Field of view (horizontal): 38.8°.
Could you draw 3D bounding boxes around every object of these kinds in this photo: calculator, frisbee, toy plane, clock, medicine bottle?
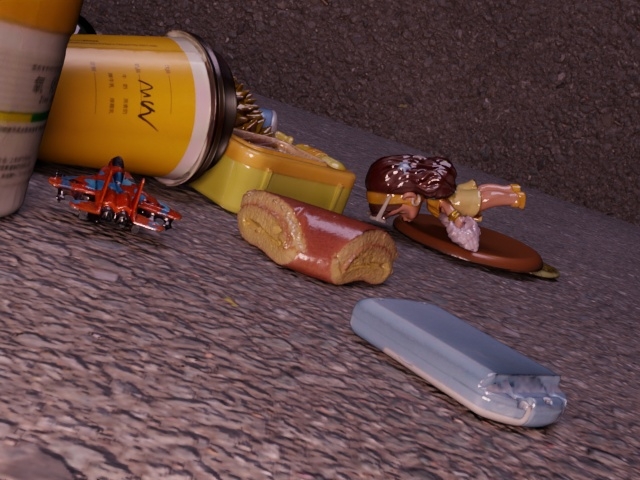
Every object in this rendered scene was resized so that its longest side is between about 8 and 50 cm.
[{"bbox_3d":[0.117,0.099,0.790,0.121,0.039,0.210,10,14,-45],"label":"calculator"},{"bbox_3d":[0.237,0.000,1.459,0.250,0.021,0.251,13,14,-3],"label":"frisbee"},{"bbox_3d":[-0.205,-0.048,0.900,0.130,0.061,0.189,15,8,-19],"label":"toy plane"},{"bbox_3d":[-0.066,-0.086,1.222,0.202,0.096,0.143,7,20,-44],"label":"clock"},{"bbox_3d":[-0.340,-0.161,0.769,0.237,0.232,0.238,18,12,-4],"label":"medicine bottle"}]

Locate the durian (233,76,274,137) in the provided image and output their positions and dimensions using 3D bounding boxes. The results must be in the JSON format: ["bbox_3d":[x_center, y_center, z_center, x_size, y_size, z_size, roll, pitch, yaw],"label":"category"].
[{"bbox_3d":[-0.146,-0.162,1.425,0.186,0.154,0.260,45,22,3],"label":"durian"}]

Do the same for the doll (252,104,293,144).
[{"bbox_3d":[-0.168,-0.207,1.609,0.240,0.099,0.135,13,11,-18],"label":"doll"}]

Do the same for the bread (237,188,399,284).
[{"bbox_3d":[0.000,-0.001,0.989,0.192,0.067,0.119,18,11,-5],"label":"bread"}]

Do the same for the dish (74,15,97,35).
[{"bbox_3d":[-0.359,-0.253,1.247,0.273,0.134,0.273,11,25,-5],"label":"dish"}]

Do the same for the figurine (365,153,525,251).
[{"bbox_3d":[0.185,-0.066,1.378,0.240,0.116,0.175,13,14,-5],"label":"figurine"}]

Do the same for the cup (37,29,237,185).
[{"bbox_3d":[-0.251,-0.162,1.080,0.279,0.197,0.196,-3,24,-41],"label":"cup"}]

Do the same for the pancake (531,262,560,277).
[{"bbox_3d":[0.343,0.039,1.495,0.108,0.017,0.108,19,12,-4],"label":"pancake"}]
